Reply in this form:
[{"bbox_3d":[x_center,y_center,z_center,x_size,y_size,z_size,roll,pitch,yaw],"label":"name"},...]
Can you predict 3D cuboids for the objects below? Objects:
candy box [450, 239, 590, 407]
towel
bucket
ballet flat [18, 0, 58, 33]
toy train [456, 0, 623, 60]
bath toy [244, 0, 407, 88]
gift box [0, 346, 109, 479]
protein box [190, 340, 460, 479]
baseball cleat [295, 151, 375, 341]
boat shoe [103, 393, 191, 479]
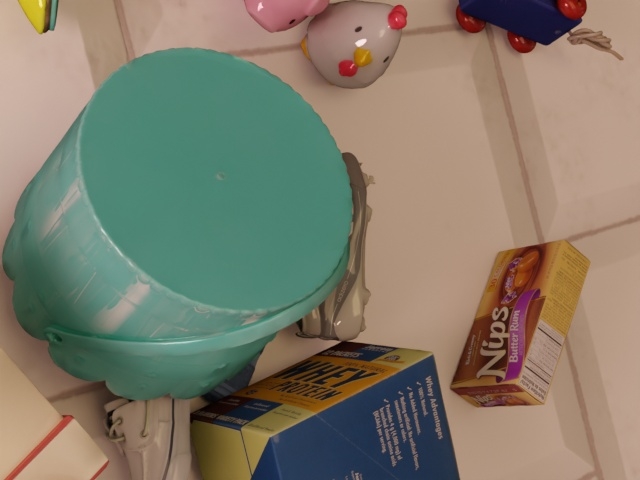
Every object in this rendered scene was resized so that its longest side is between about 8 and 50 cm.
[{"bbox_3d":[0.226,0.095,1.310,0.053,0.109,0.187,37,63,-25],"label":"candy box"},{"bbox_3d":[-0.087,0.099,1.129,0.067,0.029,0.119,37,63,-27],"label":"towel"},{"bbox_3d":[-0.116,-0.015,0.990,0.281,0.183,0.281,13,61,-24],"label":"bucket"},{"bbox_3d":[-0.267,-0.296,1.050,0.077,0.077,0.231,7,74,-14],"label":"ballet flat"},{"bbox_3d":[0.275,-0.314,1.432,0.248,0.105,0.143,13,61,-34],"label":"toy train"},{"bbox_3d":[-0.047,-0.277,1.164,0.348,0.129,0.151,37,62,-26],"label":"bath toy"},{"bbox_3d":[-0.322,0.173,0.800,0.255,0.276,0.258,-46,110,-27],"label":"gift box"},{"bbox_3d":[0.013,0.226,1.096,0.201,0.136,0.200,-22,104,-37],"label":"protein box"},{"bbox_3d":[0.000,0.000,1.186,0.109,0.072,0.206,5,66,-16],"label":"baseball cleat"},{"bbox_3d":[-0.161,0.162,1.044,0.076,0.083,0.226,16,61,-23],"label":"boat shoe"}]
